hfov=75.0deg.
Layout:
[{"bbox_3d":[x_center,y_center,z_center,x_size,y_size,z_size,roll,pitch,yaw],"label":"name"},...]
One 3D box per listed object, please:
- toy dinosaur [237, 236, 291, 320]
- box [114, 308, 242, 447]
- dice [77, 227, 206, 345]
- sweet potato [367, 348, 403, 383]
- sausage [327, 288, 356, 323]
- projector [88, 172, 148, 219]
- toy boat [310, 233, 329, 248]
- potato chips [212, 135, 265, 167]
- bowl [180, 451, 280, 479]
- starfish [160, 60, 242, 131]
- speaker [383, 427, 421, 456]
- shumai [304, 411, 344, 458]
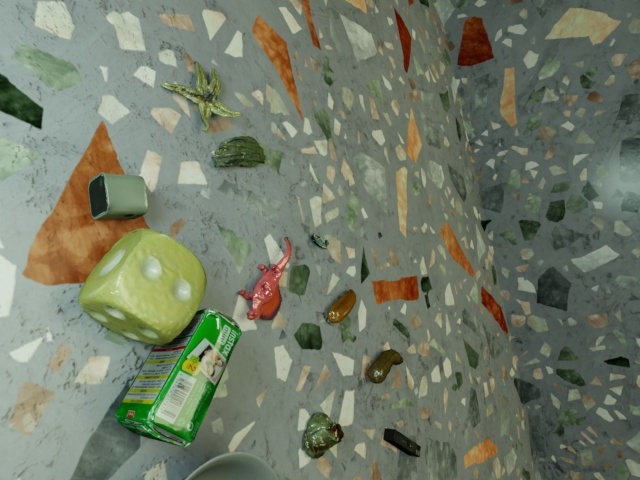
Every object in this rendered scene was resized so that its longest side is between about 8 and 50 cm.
[{"bbox_3d":[-0.124,0.127,1.162,0.139,0.070,0.286,65,36,-29],"label":"toy dinosaur"},{"bbox_3d":[-0.277,0.264,0.834,0.103,0.180,0.250,45,49,-27],"label":"box"},{"bbox_3d":[-0.340,0.092,0.815,0.169,0.166,0.169,46,48,-32],"label":"dice"},{"bbox_3d":[0.237,0.441,1.500,0.233,0.062,0.081,-13,104,-55],"label":"sweet potato"},{"bbox_3d":[0.076,0.218,1.374,0.183,0.054,0.062,-33,135,-52],"label":"sausage"},{"bbox_3d":[-0.411,-0.088,0.848,0.082,0.083,0.083,-3,82,-51],"label":"projector"},{"bbox_3d":[0.000,0.000,1.360,0.083,0.038,0.038,32,56,-42],"label":"toy boat"},{"bbox_3d":[-0.228,-0.247,1.165,0.207,0.028,0.092,-20,94,-53],"label":"potato chips"},{"bbox_3d":[-0.231,0.590,0.808,0.345,0.157,0.346,18,66,-47],"label":"bowl"},{"bbox_3d":[-0.306,-0.373,1.089,0.216,0.050,0.224,15,56,-41],"label":"starfish"},{"bbox_3d":[0.295,0.726,1.495,0.191,0.046,0.040,44,49,-33],"label":"speaker"},{"bbox_3d":[0.016,0.552,1.175,0.099,0.087,0.124,43,51,-36],"label":"shumai"}]
